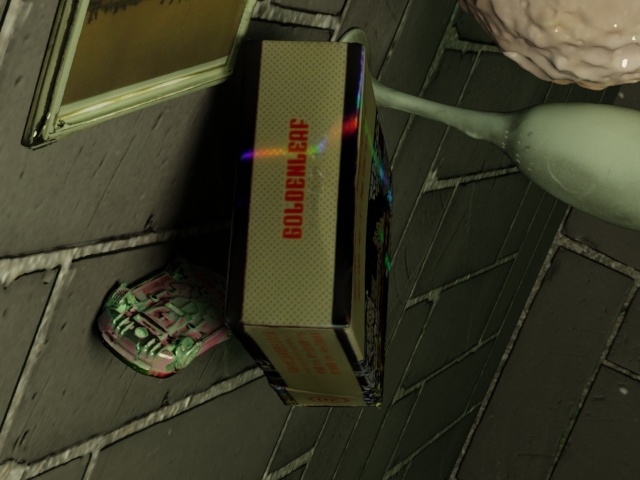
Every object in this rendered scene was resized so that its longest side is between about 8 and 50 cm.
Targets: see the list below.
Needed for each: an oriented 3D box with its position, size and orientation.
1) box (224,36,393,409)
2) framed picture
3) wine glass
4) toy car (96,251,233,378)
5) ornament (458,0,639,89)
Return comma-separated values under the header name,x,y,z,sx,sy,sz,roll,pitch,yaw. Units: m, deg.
name,x,y,z,sx,sy,sz,roll,pitch,yaw
box,0.000,0.000,1.144,0.310,0.084,0.198,69,23,-73
framed picture,-0.078,-0.162,0.922,0.252,0.014,0.197,-32,145,-63
wine glass,0.185,-0.090,1.322,0.264,0.309,0.096,-14,120,-69
toy car,-0.101,0.056,1.090,0.055,0.069,0.142,-59,168,23
ornament,0.214,-0.248,1.193,0.225,0.259,0.259,54,52,-24
